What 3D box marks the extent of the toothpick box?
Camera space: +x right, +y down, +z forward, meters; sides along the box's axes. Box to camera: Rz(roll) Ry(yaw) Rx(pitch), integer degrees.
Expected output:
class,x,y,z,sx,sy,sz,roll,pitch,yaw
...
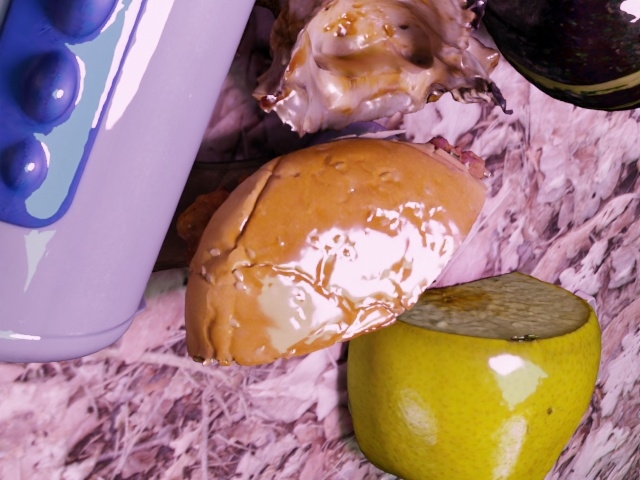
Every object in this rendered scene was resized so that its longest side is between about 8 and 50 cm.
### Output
class,x,y,z,sx,sy,sz,roll,pitch,yaw
toothpick box,-0.166,-0.124,0.568,0.263,0.263,0.354,9,109,-48

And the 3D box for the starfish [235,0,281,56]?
class,x,y,z,sx,sy,sz,roll,pitch,yaw
starfish,-0.065,-0.201,0.794,0.078,0.028,0.091,-12,128,-32

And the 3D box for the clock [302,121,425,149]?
class,x,y,z,sx,sy,sz,roll,pitch,yaw
clock,0.057,-0.029,0.974,0.198,0.064,0.172,15,93,-22

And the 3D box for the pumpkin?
class,x,y,z,sx,sy,sz,roll,pitch,yaw
pumpkin,0.308,-0.289,0.929,0.323,0.241,0.323,-27,137,-29

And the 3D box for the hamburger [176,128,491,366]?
class,x,y,z,sx,sy,sz,roll,pitch,yaw
hamburger,0.000,0.000,0.834,0.245,0.155,0.282,29,90,-26

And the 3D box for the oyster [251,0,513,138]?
class,x,y,z,sx,sy,sz,roll,pitch,yaw
oyster,0.079,-0.175,0.852,0.198,0.133,0.337,-31,158,32

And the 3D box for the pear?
class,x,y,z,sx,sy,sz,roll,pitch,yaw
pear,0.202,0.218,1.206,0.342,0.238,0.318,-8,115,-41

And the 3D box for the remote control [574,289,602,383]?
class,x,y,z,sx,sy,sz,roll,pitch,yaw
remote control,0.417,0.187,1.549,0.103,0.034,0.250,-40,139,-16

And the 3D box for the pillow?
class,x,y,z,sx,sy,sz,roll,pitch,yaw
pillow,-0.119,-0.023,0.865,0.217,0.033,0.130,-3,117,-44

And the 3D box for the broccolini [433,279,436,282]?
class,x,y,z,sx,sy,sz,roll,pitch,yaw
broccolini,0.090,0.043,1.099,0.201,0.074,0.058,30,78,-53
